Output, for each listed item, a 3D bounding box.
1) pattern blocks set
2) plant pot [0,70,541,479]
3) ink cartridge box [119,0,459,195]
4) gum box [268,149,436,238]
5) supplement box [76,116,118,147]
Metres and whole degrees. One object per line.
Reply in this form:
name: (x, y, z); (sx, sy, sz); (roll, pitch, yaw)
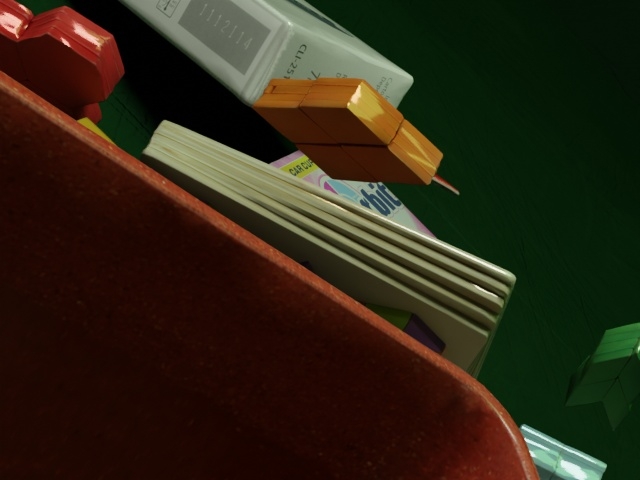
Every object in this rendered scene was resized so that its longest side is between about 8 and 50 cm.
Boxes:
pattern blocks set: (-0.012, 0.025, 0.687); (0.325, 0.285, 0.026); (19, 55, 15)
plant pot: (-0.101, 0.134, 0.296); (0.267, 0.236, 0.267); (34, 23, -29)
ink cartridge box: (-0.044, -0.159, 1.110); (0.296, 0.066, 0.261); (41, 15, 36)
gum box: (0.000, 0.000, 0.992); (0.107, 0.062, 0.188); (46, 20, 3)
supplement box: (-0.091, 0.082, 0.566); (0.194, 0.129, 0.191); (44, 20, -1)
